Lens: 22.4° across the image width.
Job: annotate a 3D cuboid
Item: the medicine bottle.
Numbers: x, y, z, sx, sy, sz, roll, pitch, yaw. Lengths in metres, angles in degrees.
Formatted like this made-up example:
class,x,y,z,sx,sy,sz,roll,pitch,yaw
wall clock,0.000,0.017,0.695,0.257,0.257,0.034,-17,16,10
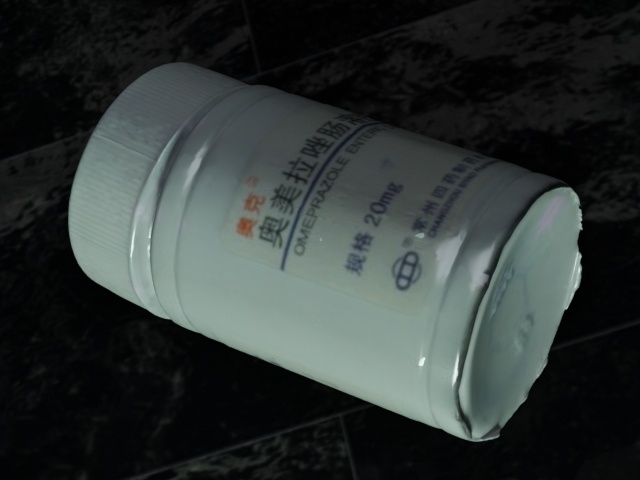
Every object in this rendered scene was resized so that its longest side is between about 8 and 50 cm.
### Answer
class,x,y,z,sx,sy,sz,roll,pitch,yaw
medicine bottle,0.000,0.000,1.155,0.332,0.190,0.190,20,67,26
